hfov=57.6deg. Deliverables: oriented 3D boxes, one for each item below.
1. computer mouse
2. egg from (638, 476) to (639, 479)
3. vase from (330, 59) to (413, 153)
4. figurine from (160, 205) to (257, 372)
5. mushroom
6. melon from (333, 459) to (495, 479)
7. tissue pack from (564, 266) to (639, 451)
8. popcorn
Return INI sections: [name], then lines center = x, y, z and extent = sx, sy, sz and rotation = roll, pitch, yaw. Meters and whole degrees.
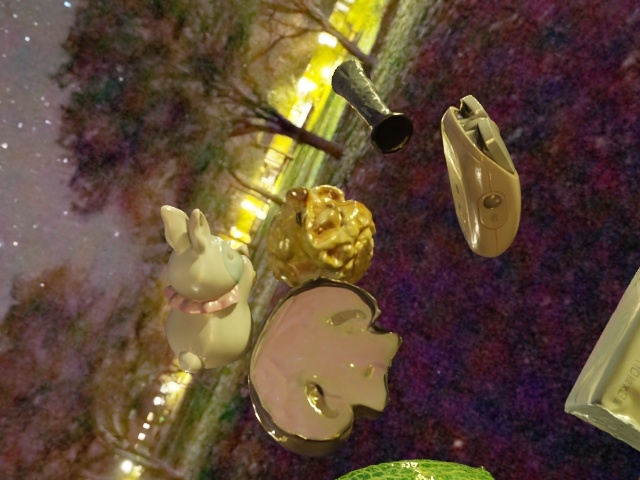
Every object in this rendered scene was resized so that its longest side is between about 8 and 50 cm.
[computer mouse]
center = 0.231, -0.084, 0.827
extent = 0.145, 0.082, 0.236
rotation = -96, -10, -52
[egg]
center = 0.496, 0.307, 0.559
extent = 0.301, 0.374, 0.301
rotation = -164, 90, -85
[vase]
center = 0.065, -0.179, 0.770
extent = 0.059, 0.059, 0.167
rotation = -61, 33, 29
[figurine]
center = -0.154, 0.051, 0.822
extent = 0.155, 0.127, 0.235
rotation = -27, -56, -51
[mushroom]
center = -0.003, 0.136, 0.609
extent = 0.117, 0.141, 0.188
rotation = 113, 177, -53
[melon]
center = 0.040, 0.299, 0.440
extent = 0.265, 0.169, 0.129
rotation = -64, 14, 2
[tissue pack]
center = 0.625, 0.168, 1.016
extent = 0.404, 0.205, 0.332
rotation = -57, -19, -6
[popcorn]
center = 0.000, 0.000, 0.916
extent = 0.170, 0.180, 0.180
rotation = 85, -152, -77
